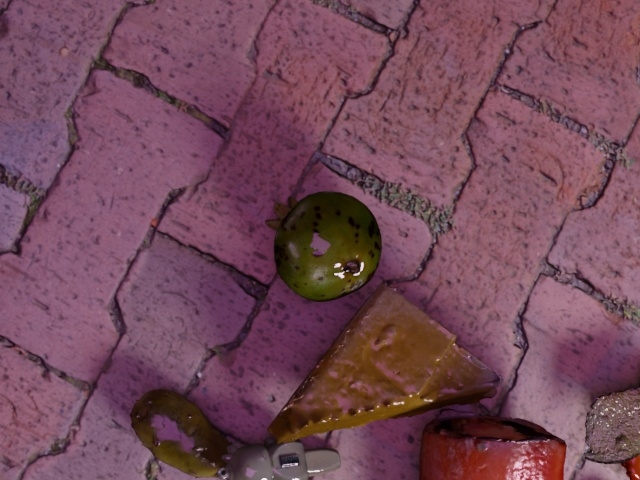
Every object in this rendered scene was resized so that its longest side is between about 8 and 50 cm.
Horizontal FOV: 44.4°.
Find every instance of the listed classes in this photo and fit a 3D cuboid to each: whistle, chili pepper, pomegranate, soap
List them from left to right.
[{"bbox_3d":[-0.076,0.420,1.453,0.244,0.092,0.110,0,59,-27],"label":"whistle"},{"bbox_3d":[0.000,0.000,1.472,0.211,0.211,0.263,-44,43,-5],"label":"pomegranate"},{"bbox_3d":[0.122,0.302,1.420,0.304,0.169,0.339,37,72,8],"label":"soap"},{"bbox_3d":[0.296,0.473,1.410,0.251,0.229,0.306,10,84,-10],"label":"chili pepper"}]

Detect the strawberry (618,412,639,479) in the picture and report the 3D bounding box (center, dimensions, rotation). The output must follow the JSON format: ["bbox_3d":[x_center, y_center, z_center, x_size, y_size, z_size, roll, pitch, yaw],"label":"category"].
[{"bbox_3d":[0.649,0.400,1.480,0.174,0.098,0.228,-21,80,3],"label":"strawberry"}]

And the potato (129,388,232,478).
[{"bbox_3d":[-0.256,0.368,1.469,0.225,0.090,0.117,38,79,-5],"label":"potato"}]

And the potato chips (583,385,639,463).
[{"bbox_3d":[0.565,0.327,1.440,0.142,0.026,0.209,33,85,9],"label":"potato chips"}]
